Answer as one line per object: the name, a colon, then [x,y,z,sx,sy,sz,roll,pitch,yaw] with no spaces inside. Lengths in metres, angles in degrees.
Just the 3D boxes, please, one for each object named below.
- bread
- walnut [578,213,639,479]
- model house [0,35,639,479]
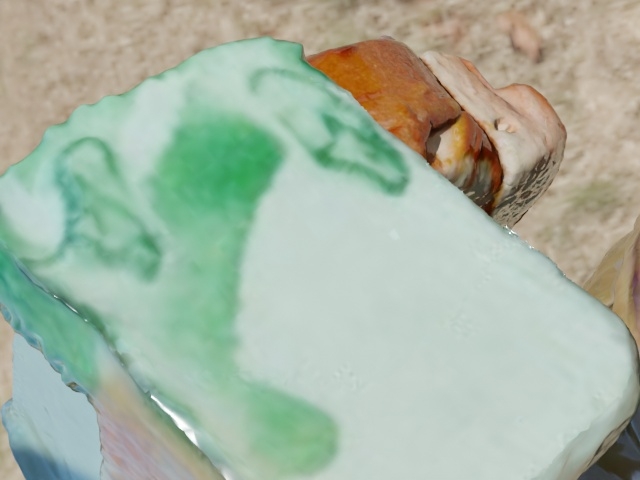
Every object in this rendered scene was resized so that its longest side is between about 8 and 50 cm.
bread: [-0.003,0.002,1.020,0.114,0.328,0.295,51,118,17]
walnut: [0.318,0.098,1.108,0.306,0.344,0.306,14,139,13]
model house: [-0.035,0.104,0.777,0.267,0.194,0.325,42,146,16]
